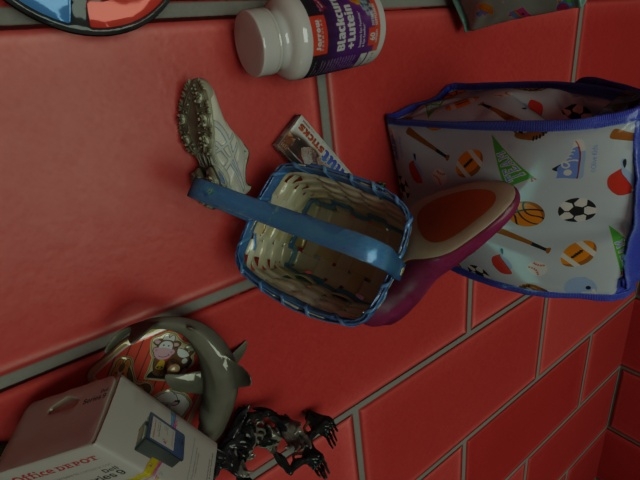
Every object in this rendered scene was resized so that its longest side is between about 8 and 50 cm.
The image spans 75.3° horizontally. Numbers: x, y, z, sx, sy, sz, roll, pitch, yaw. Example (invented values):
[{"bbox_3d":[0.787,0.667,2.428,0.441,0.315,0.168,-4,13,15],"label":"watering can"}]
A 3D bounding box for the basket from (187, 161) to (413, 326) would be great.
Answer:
[{"bbox_3d":[0.000,0.000,0.557,0.201,0.254,0.289,-65,155,-5],"label":"basket"}]

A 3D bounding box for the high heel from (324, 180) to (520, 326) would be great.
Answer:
[{"bbox_3d":[0.190,0.039,0.723,0.181,0.377,0.127,30,44,-33],"label":"high heel"}]

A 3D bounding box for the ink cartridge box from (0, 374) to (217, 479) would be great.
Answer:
[{"bbox_3d":[-0.260,0.281,0.536,0.154,0.093,0.212,-21,125,12],"label":"ink cartridge box"}]

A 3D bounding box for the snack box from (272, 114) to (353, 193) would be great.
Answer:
[{"bbox_3d":[0.000,-0.122,0.690,0.178,0.022,0.064,42,78,-37],"label":"snack box"}]

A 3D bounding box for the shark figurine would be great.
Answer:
[{"bbox_3d":[-0.157,0.176,0.596,0.166,0.116,0.278,-48,133,-34],"label":"shark figurine"}]

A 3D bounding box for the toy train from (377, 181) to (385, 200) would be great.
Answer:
[{"bbox_3d":[0.118,-0.073,0.798,0.023,0.017,0.083,-23,118,-39],"label":"toy train"}]

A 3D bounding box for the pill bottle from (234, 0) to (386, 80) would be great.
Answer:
[{"bbox_3d":[-0.014,-0.283,0.570,0.193,0.108,0.108,-25,119,-28],"label":"pill bottle"}]

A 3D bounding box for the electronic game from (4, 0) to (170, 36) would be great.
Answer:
[{"bbox_3d":[-0.252,-0.333,0.418,0.229,0.048,0.229,-12,112,-33],"label":"electronic game"}]

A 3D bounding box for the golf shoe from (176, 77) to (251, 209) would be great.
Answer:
[{"bbox_3d":[-0.140,-0.133,0.571,0.086,0.069,0.176,-32,129,-44],"label":"golf shoe"}]

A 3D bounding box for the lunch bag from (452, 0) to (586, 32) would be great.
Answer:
[{"bbox_3d":[0.304,-0.502,0.655,0.160,0.223,0.262,-52,126,-17],"label":"lunch bag"}]

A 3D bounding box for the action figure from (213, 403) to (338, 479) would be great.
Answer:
[{"bbox_3d":[-0.082,0.373,0.727,0.275,0.141,0.164,17,96,-42],"label":"action figure"}]

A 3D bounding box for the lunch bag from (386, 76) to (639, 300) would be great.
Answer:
[{"bbox_3d":[0.342,-0.093,0.719,0.239,0.385,0.328,-33,121,-23],"label":"lunch bag"}]

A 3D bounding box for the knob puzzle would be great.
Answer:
[{"bbox_3d":[-0.244,0.212,0.621,0.213,0.030,0.213,-12,112,-32],"label":"knob puzzle"}]

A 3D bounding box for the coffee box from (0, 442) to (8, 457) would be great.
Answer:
[{"bbox_3d":[-0.426,0.350,0.529,0.113,0.040,0.184,20,93,-39],"label":"coffee box"}]
